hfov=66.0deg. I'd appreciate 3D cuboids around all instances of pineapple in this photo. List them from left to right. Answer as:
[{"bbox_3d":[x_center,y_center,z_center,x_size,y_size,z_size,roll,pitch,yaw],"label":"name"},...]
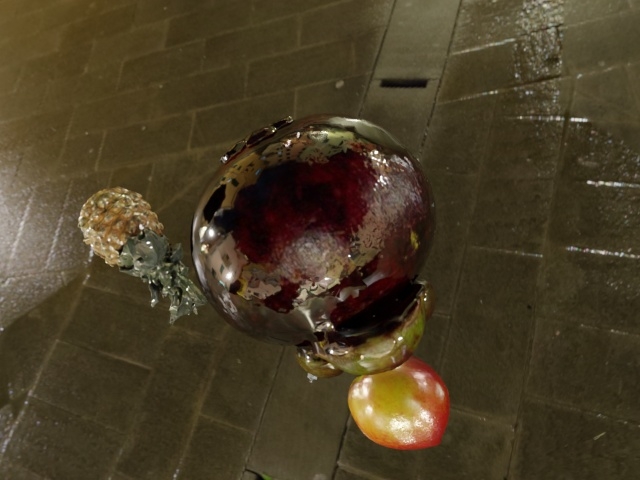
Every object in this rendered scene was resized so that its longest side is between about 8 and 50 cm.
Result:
[{"bbox_3d":[-0.337,0.026,0.936,0.141,0.170,0.310,-38,65,-20],"label":"pineapple"}]

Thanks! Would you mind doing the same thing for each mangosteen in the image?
[{"bbox_3d":[0.000,0.000,0.396,0.209,0.210,0.210,-9,62,17],"label":"mangosteen"}]

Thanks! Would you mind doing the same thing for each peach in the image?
[{"bbox_3d":[0.163,0.317,0.968,0.197,0.197,0.197,-9,62,17],"label":"peach"}]

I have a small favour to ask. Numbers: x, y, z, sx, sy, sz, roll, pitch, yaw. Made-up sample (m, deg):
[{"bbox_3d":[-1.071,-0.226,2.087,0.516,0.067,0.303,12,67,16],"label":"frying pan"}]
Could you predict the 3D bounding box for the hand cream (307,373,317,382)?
[{"bbox_3d":[-0.005,0.240,0.992,0.030,0.019,0.093,-22,45,55],"label":"hand cream"}]
